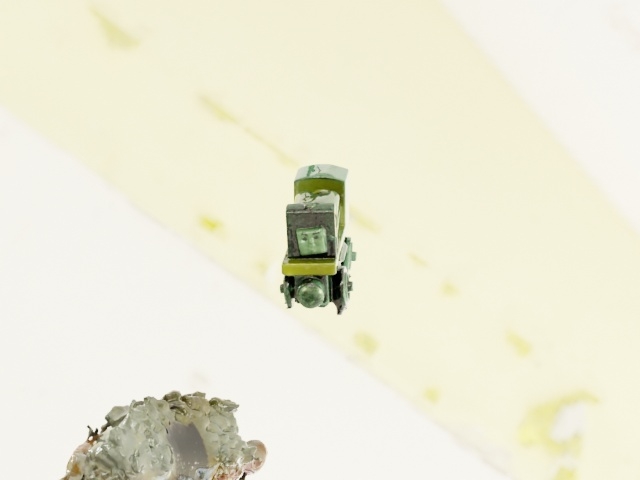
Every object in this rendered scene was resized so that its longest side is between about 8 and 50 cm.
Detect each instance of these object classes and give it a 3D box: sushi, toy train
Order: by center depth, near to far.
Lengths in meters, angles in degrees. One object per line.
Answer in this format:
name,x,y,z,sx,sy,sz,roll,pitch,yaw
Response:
toy train,0.000,0.000,1.260,0.050,0.081,0.122,2,19,4
sushi,-0.128,0.176,1.538,0.097,0.103,0.226,39,23,31
